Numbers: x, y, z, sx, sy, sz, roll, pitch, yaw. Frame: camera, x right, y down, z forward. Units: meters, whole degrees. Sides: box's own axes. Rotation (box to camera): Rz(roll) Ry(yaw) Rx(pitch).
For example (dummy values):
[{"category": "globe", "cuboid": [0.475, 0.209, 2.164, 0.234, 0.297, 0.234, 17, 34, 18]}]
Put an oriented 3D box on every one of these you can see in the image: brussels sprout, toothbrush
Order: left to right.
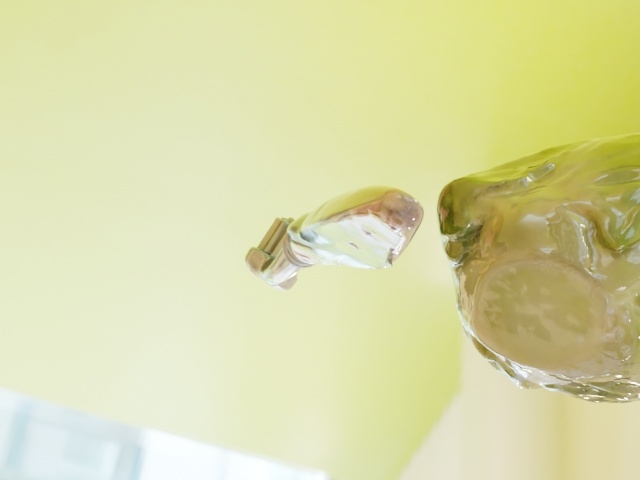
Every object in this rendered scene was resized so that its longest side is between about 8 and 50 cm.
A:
[{"category": "toothbrush", "cuboid": [0.000, 0.000, 0.731, 0.037, 0.028, 0.375, -55, -175, -5]}, {"category": "brussels sprout", "cuboid": [0.125, 0.013, 0.805, 0.155, 0.155, 0.117, -113, -171, -72]}]
